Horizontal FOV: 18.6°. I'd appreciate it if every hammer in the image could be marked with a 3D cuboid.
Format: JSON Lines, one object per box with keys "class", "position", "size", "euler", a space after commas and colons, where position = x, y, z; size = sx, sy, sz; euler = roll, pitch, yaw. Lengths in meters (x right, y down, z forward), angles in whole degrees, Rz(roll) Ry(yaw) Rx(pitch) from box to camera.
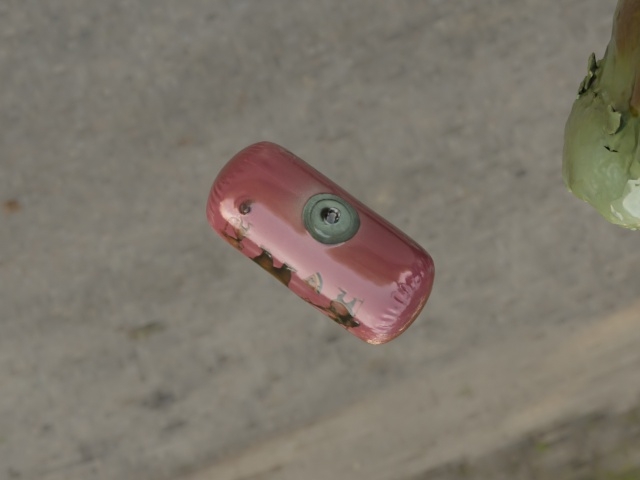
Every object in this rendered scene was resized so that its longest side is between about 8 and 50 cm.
{"class": "hammer", "position": [0.000, 0.000, 0.663], "size": [0.043, 0.083, 0.043], "euler": [-51, 172, -10]}

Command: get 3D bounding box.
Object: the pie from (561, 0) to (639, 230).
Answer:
{"class": "pie", "position": [0.194, -0.098, 0.659], "size": [0.105, 0.274, 0.257], "euler": [32, 91, -23]}
